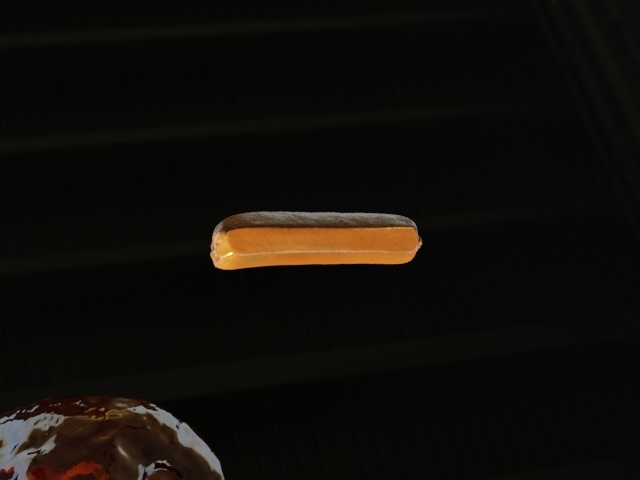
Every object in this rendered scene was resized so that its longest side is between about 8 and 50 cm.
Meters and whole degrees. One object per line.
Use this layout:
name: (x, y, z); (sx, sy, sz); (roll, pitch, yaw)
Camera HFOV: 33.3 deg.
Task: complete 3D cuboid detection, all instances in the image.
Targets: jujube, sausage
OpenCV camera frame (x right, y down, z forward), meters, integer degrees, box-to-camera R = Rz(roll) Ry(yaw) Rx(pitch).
jujube: (-0.172, 0.195, 0.744); (0.183, 0.243, 0.183); (26, -132, -33)
sausage: (0.000, 0.000, 0.669); (0.147, 0.030, 0.035); (-1, -146, -31)
